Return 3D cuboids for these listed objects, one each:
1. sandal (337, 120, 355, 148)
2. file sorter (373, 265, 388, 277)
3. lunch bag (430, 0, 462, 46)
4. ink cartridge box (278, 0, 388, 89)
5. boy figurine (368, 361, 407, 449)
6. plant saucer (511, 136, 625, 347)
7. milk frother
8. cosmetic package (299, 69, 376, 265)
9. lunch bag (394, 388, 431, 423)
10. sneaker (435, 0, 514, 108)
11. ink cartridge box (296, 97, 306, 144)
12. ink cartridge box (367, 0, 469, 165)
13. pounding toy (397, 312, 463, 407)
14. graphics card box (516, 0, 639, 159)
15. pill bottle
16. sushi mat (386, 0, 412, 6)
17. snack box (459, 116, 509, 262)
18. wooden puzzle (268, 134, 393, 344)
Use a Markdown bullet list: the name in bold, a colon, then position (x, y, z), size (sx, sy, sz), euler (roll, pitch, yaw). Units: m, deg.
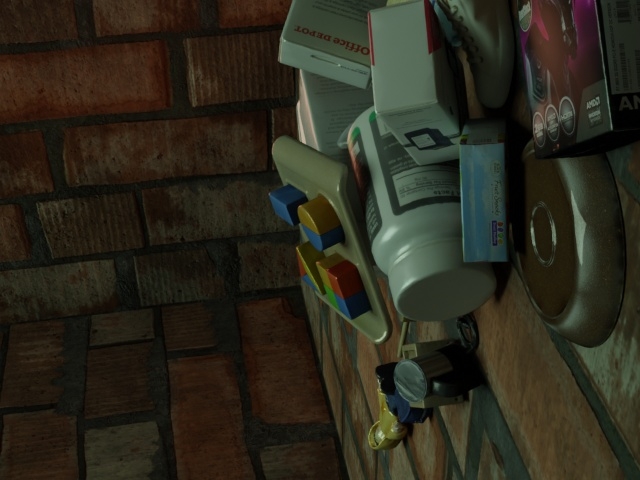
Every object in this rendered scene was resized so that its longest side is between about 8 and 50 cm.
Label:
- **sandal**: position (0.152, -0.215, 1.936), size (0.076, 0.265, 0.102), euler (48, -130, -27)
- **file sorter**: position (0.103, -0.051, 2.317), size (0.277, 0.193, 0.173), euler (-110, 19, -61)
- **lunch bag**: position (0.202, -0.439, 1.647), size (0.219, 0.090, 0.176), euler (98, 166, -58)
- **ink cartridge box**: position (0.048, -0.464, 2.002), size (0.114, 0.197, 0.272), euler (107, -179, -73)
- **boy figurine**: position (0.175, 0.431, 2.559), size (0.285, 0.092, 0.177), euler (96, 163, -45)
- **plant saucer**: position (0.313, -0.010, 1.324), size (0.310, 0.050, 0.310), euler (175, 90, -83)
- **milk frother**: position (0.222, 0.215, 1.850), size (0.129, 0.135, 0.143), euler (-8, 94, 49)
- **cosmetic package**: position (0.100, -0.174, 2.095), size (0.161, 0.230, 0.453), euler (92, 169, -53)
- **lunch bag**: position (0.216, 0.373, 2.294), size (0.067, 0.065, 0.098), euler (116, 152, -47)
- **sneaker**: position (0.216, -0.339, 1.495), size (0.106, 0.123, 0.290), euler (-142, 45, -77)
- **ink cartridge box**: position (0.061, -0.261, 2.331), size (0.092, 0.218, 0.158), euler (137, 126, -80)
- **ink cartridge box**: position (0.158, -0.238, 1.551), size (0.237, 0.100, 0.172), euler (36, -132, -65)
- **pounding toy**: position (0.219, 0.230, 2.034), size (0.181, 0.094, 0.206), euler (132, 132, -79)
- **graphics card box**: position (0.290, -0.285, 1.095), size (0.233, 0.094, 0.370), euler (164, 99, -82)
- **pill bottle**: position (0.174, -0.056, 1.724), size (0.204, 0.204, 0.361), euler (95, 167, -56)
- **sushi mat**: position (0.136, -0.376, 1.755), size (0.316, 0.019, 0.151), euler (103, 161, -65)
- **snack box**: position (0.244, -0.080, 1.475), size (0.207, 0.070, 0.174), euler (-62, -31, -70)
- **wooden puzzle**: position (0.000, 0.000, 1.869), size (0.322, 0.081, 0.347), euler (36, 145, 61)
